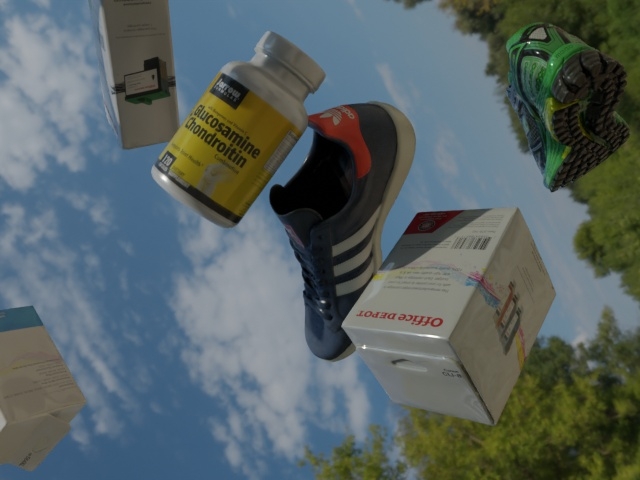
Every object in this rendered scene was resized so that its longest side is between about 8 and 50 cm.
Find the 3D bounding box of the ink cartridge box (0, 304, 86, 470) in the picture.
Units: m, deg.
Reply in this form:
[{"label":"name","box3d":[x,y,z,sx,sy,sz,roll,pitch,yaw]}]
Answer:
[{"label":"ink cartridge box","box3d":[-0.312,0.152,0.648,0.143,0.092,0.090,51,-156,20]}]

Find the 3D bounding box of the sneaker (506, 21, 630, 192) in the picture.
[{"label":"sneaker","box3d":[0.344,-0.187,0.927,0.146,0.134,0.343,59,-175,29]}]

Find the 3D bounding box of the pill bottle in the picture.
[{"label":"pill bottle","box3d":[-0.077,-0.111,0.653,0.103,0.184,0.103,35,-178,-1]}]

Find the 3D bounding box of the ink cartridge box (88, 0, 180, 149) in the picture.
[{"label":"ink cartridge box","box3d":[-0.270,-0.265,0.943,0.160,0.092,0.220,-127,32,-49]}]

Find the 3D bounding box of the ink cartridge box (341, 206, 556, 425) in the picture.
[{"label":"ink cartridge box","box3d":[0.134,0.071,0.662,0.176,0.128,0.127,-51,-56,-32]}]

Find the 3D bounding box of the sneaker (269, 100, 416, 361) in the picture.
[{"label":"sneaker","box3d":[0.000,0.000,0.807,0.148,0.350,0.131,-7,-154,-38]}]
